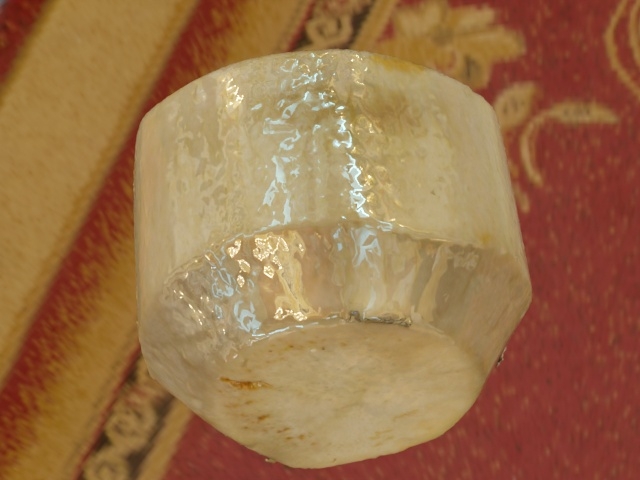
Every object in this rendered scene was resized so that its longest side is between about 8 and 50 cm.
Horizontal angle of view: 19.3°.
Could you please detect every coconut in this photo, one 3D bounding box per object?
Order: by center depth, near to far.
[{"bbox_3d":[0.000,0.000,1.407,0.323,0.323,0.323,-2,73,7],"label":"coconut"}]
